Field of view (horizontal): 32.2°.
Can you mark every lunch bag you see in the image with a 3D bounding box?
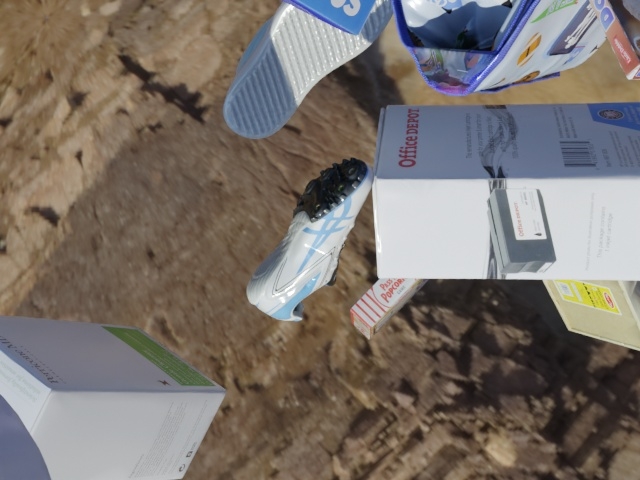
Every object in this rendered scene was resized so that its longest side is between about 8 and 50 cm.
[{"bbox_3d":[0.226,-0.356,1.184,0.328,0.239,0.386,-20,118,-54],"label":"lunch bag"}]

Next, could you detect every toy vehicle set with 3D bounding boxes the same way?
[{"bbox_3d":[0.444,0.078,1.811,0.035,0.166,0.267,-54,134,-21],"label":"toy vehicle set"}]

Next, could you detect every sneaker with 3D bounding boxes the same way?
[{"bbox_3d":[0.000,0.000,1.295,0.086,0.085,0.237,23,123,-21],"label":"sneaker"},{"bbox_3d":[-0.021,-0.313,1.624,0.135,0.150,0.366,34,127,-24],"label":"sneaker"}]

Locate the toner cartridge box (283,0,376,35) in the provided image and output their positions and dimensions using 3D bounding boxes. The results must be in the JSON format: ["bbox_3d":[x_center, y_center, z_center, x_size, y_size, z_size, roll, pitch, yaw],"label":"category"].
[{"bbox_3d":[-0.117,-0.267,0.824,0.165,0.348,0.075,16,105,-51],"label":"toner cartridge box"}]

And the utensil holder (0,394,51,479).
[{"bbox_3d":[-0.403,0.235,0.708,0.327,0.385,0.328,-1,87,29],"label":"utensil holder"}]

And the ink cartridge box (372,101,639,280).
[{"bbox_3d":[0.279,-0.077,1.591,0.394,0.285,0.166,0,117,7],"label":"ink cartridge box"}]

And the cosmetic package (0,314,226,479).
[{"bbox_3d":[-0.314,0.209,1.423,0.197,0.365,0.155,31,97,27],"label":"cosmetic package"}]

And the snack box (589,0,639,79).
[{"bbox_3d":[0.237,-0.201,0.868,0.064,0.022,0.178,-5,60,-21],"label":"snack box"}]

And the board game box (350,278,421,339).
[{"bbox_3d":[0.113,0.083,1.746,0.045,0.193,0.147,44,84,9],"label":"board game box"}]
